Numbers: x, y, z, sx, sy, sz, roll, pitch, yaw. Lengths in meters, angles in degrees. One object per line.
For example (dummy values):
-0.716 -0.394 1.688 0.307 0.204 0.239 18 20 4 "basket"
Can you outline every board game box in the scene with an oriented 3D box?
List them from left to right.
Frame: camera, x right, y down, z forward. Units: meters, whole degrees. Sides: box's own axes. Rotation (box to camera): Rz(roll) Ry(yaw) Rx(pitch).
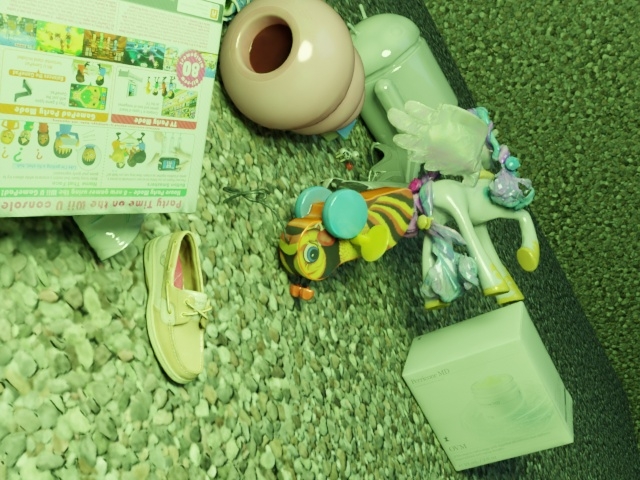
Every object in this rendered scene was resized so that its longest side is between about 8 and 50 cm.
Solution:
-0.197 -0.176 0.618 0.224 0.097 0.304 -3 108 -50 "board game box"

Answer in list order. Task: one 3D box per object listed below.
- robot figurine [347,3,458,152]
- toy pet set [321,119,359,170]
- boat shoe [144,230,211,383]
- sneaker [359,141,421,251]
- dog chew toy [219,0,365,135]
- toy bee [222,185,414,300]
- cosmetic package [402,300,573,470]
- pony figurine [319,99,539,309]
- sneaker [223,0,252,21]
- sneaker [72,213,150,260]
0.163 -0.336 1.558 0.354 0.199 0.300 55 19 -22 "robot figurine"
0.049 -0.219 1.397 0.114 0.065 0.122 34 40 -49 "toy pet set"
-0.150 0.067 0.780 0.063 0.059 0.170 18 53 -58 "boat shoe"
0.122 -0.088 1.433 0.115 0.105 0.281 23 42 -8 "sneaker"
-0.021 -0.262 1.162 0.332 0.206 0.207 14 56 -69 "dog chew toy"
0.000 0.000 1.053 0.195 0.298 0.162 -147 -122 -75 "toy bee"
0.302 0.264 1.295 0.225 0.224 0.138 60 26 -12 "cosmetic package"
0.220 -0.071 1.239 0.350 0.302 0.364 0 72 -34 "pony figurine"
-0.145 -0.391 1.169 0.211 0.080 0.081 -2 76 -53 "sneaker"
-0.208 -0.044 0.770 0.061 0.053 0.152 53 29 -21 "sneaker"
